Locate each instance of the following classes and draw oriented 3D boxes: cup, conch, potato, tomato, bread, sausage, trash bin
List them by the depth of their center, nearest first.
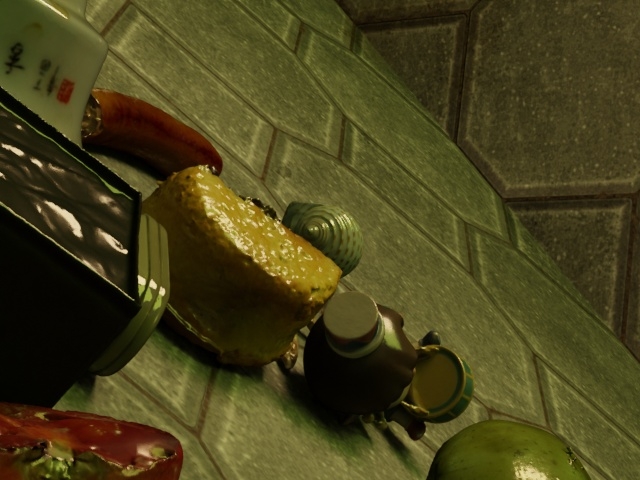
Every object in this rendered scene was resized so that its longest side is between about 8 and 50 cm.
[{"bbox_3d":[-0.224,0.191,1.289,0.233,0.139,0.200,10,3,-21],"label":"tomato"},{"bbox_3d":[-0.282,-0.001,1.756,0.247,0.121,0.243,34,17,-20],"label":"trash bin"},{"bbox_3d":[-0.367,-0.244,1.921,0.347,0.163,0.347,33,0,0],"label":"cup"},{"bbox_3d":[-0.103,0.048,2.006,0.260,0.160,0.147,40,20,-23],"label":"bread"},{"bbox_3d":[0.216,0.316,2.014,0.216,0.216,0.304,40,6,-11],"label":"potato"},{"bbox_3d":[-0.242,-0.140,2.306,0.302,0.076,0.103,19,36,-55],"label":"sausage"},{"bbox_3d":[-0.005,0.004,2.483,0.135,0.102,0.153,37,-21,20],"label":"conch"}]

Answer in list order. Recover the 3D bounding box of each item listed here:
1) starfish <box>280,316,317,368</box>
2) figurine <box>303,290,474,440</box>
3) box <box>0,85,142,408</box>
[{"bbox_3d":[-0.083,0.072,2.215,0.277,0.062,0.235,39,20,-31],"label":"starfish"},{"bbox_3d":[0.072,0.151,2.160,0.275,0.158,0.161,27,66,-57],"label":"figurine"},{"bbox_3d":[-0.339,-0.021,1.479,0.345,0.204,0.251,38,16,-19],"label":"box"}]
